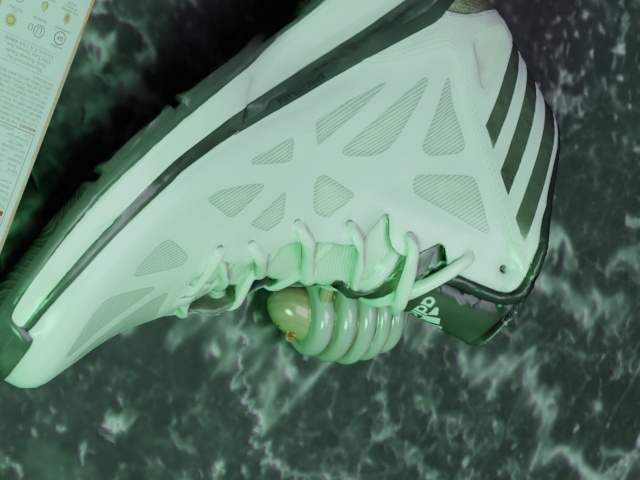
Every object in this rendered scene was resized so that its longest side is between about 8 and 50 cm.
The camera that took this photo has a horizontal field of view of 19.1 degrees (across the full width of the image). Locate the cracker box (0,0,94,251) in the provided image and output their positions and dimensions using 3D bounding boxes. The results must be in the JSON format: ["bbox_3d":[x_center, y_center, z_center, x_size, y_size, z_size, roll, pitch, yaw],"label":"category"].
[{"bbox_3d":[-0.229,-0.065,1.102,0.067,0.156,0.232,24,86,-42],"label":"cracker box"}]

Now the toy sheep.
[{"bbox_3d":[0.022,0.047,1.382,0.132,0.091,0.091,2,99,-24],"label":"toy sheep"}]

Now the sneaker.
[{"bbox_3d":[0.001,-0.001,1.239,0.447,0.169,0.257,-42,93,-26],"label":"sneaker"}]
